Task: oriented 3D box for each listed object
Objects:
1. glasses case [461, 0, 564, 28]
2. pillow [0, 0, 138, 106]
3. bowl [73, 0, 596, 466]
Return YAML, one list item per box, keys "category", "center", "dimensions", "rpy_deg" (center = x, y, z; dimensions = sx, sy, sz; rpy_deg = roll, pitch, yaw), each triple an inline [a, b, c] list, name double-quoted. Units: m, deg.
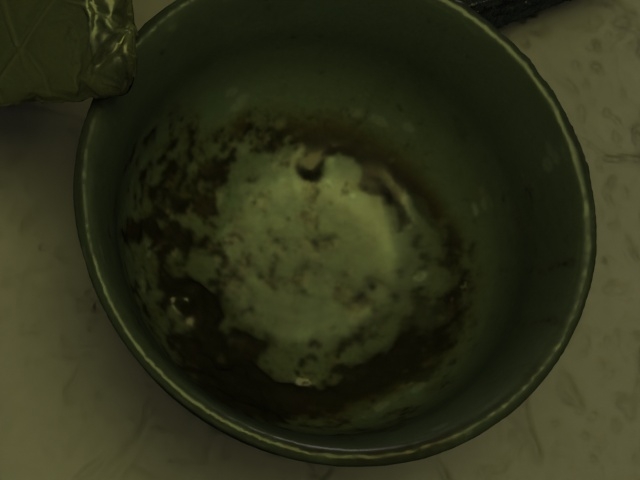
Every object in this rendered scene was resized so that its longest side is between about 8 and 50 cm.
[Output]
- category: "glasses case"
  center: [0.083, -0.183, 1.077]
  dimensions: [0.282, 0.067, 0.109]
  rpy_deg: [-20, 71, -18]
- category: "pillow"
  center: [-0.225, -0.199, 0.940]
  dimensions: [0.281, 0.076, 0.274]
  rpy_deg: [-6, 84, 23]
- category: "bowl"
  center: [0.000, 0.000, 0.960]
  dimensions: [0.289, 0.146, 0.289]
  rpy_deg: [3, 71, -10]
